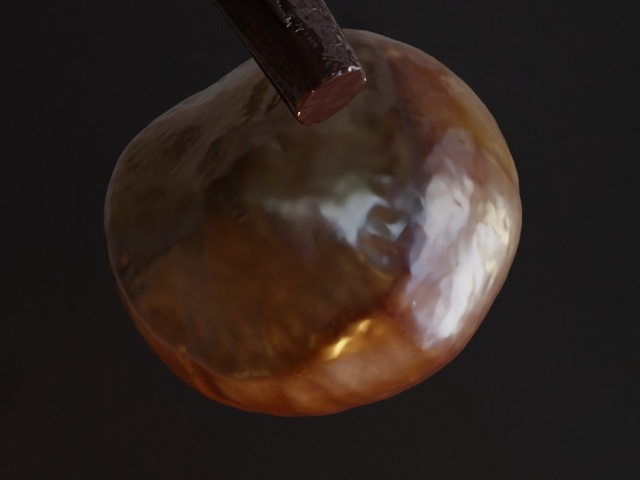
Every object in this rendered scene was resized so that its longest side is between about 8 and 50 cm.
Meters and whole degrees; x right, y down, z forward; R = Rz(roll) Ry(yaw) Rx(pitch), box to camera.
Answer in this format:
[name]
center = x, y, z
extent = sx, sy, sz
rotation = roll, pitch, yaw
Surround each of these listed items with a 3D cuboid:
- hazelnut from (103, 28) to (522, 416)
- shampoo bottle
[hazelnut]
center = 0.000, 0.000, 1.590
extent = 0.372, 0.315, 0.372
rotation = -9, 150, -5
[shampoo bottle]
center = -0.049, -0.191, 1.353
extent = 0.067, 0.236, 0.068
rotation = -42, 157, 20
